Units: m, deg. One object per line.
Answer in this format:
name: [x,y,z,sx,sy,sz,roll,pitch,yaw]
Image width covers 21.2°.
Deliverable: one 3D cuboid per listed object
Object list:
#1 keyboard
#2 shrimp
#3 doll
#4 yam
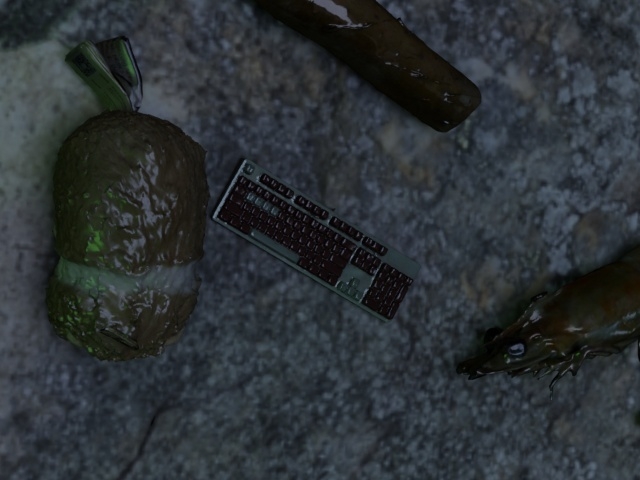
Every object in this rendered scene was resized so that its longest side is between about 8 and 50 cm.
keyboard: [0.000,0.000,1.257,0.166,0.017,0.055,31,80,-23]
shrimp: [0.240,0.093,1.355,0.296,0.058,0.169,-22,104,-25]
doll: [-0.128,-0.027,1.156,0.105,0.115,0.221,5,85,-15]
yam: [0.017,-0.158,1.236,0.241,0.057,0.056,35,79,-22]
